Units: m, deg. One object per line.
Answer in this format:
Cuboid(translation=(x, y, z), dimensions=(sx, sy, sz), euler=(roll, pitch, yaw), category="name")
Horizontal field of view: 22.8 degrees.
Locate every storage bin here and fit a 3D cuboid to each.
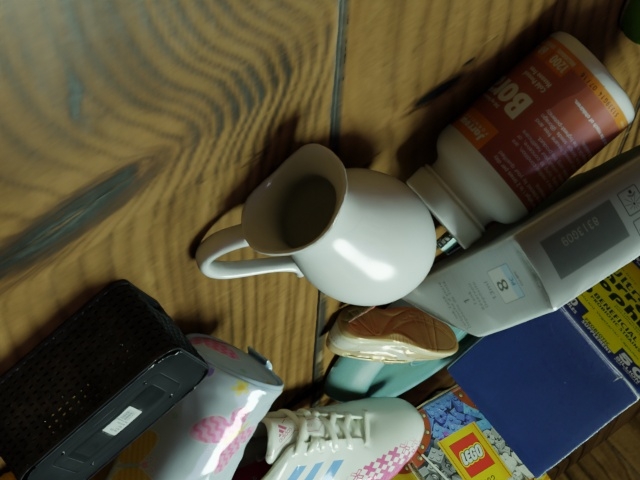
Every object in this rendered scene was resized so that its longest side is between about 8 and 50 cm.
Cuboid(translation=(-0.200, 0.132, 1.394), dimensions=(0.180, 0.084, 0.122), euler=(-40, 160, 0), category="storage bin")

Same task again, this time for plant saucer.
Cuboid(translation=(0.143, 0.114, 2.022), dimensions=(0.317, 0.044, 0.317), euler=(-33, 161, -13), category="plant saucer")

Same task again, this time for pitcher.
Cuboid(translation=(0.000, 0.000, 1.455), dimensions=(0.177, 0.125, 0.207), euler=(-26, 156, 23), category="pitcher")

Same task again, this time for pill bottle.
Cuboid(translation=(0.194, -0.096, 1.572), dimensions=(0.216, 0.121, 0.121), euler=(-41, 160, 2), category="pill bottle")

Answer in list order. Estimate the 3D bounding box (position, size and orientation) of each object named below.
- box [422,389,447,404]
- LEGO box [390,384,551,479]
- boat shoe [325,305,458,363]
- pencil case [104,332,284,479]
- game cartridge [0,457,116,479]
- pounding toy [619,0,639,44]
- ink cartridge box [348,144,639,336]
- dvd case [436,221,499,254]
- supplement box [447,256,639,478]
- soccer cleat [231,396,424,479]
Cuboid(translation=(0.195, 0.329, 2.474), dimensions=(0.182, 0.119, 0.181), euler=(-47, 160, 18), category="box")
Cuboid(translation=(0.143, 0.493, 2.276), dimensions=(0.193, 0.372, 0.500), euler=(-23, 161, -42), category="LEGO box")
Cuboid(translation=(0.081, 0.115, 1.859), dimensions=(0.170, 0.063, 0.059), euler=(11, 140, -30), category="boat shoe")
Cuboid(translation=(-0.140, 0.227, 1.556), dimensions=(0.124, 0.113, 0.273), euler=(18, 101, -47), category="pencil case")
Cuboid(translation=(-0.262, 0.308, 1.677), dimensions=(0.323, 0.053, 0.285), euler=(-10, 140, -57), category="game cartridge")
Cuboid(translation=(0.428, -0.267, 1.650), dimensions=(0.183, 0.110, 0.237), euler=(-24, 155, -39), category="pounding toy")
Cuboid(translation=(0.236, 0.010, 1.694), dimensions=(0.308, 0.091, 0.385), euler=(-31, 179, -28), category="ink cartridge box")
Cuboid(translation=(0.193, -0.025, 1.878), dimensions=(0.119, 0.013, 0.087), euler=(-43, 160, 6), category="dvd case")
Cuboid(translation=(0.361, 0.151, 2.197), dimensions=(0.195, 0.194, 0.356), euler=(-44, 170, 27), category="supplement box")
Cuboid(translation=(-0.013, 0.252, 1.899), dimensions=(0.331, 0.116, 0.143), euler=(-22, 139, -23), category="soccer cleat")
